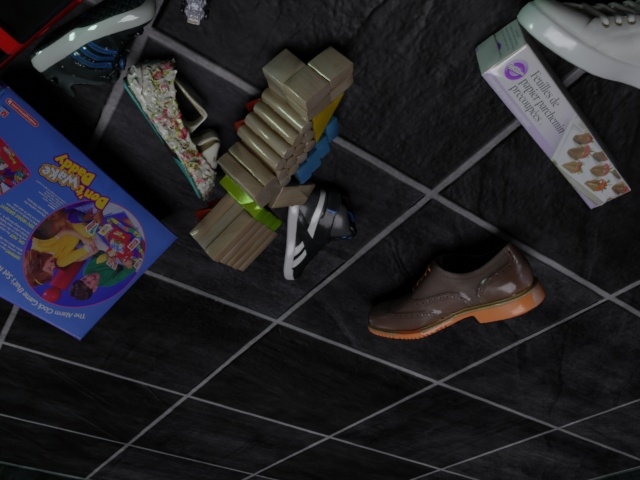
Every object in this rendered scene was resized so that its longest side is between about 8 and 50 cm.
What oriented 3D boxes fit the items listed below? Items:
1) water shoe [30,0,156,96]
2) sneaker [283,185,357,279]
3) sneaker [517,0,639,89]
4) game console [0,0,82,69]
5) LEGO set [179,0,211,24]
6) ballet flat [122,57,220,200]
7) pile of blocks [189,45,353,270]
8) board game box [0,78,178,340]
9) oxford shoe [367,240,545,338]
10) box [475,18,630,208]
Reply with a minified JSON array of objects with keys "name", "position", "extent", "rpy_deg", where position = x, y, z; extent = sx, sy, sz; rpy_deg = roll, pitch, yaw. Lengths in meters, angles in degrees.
[{"name":"water shoe","position":[-0.268,-0.244,0.673],"extent":[0.203,0.073,0.080],"rpy_deg":[-10,139,28]},{"name":"sneaker","position":[0.000,0.000,0.934],"extent":[0.121,0.079,0.217],"rpy_deg":[6,138,-2]},{"name":"sneaker","position":[0.367,-0.250,0.622],"extent":[0.289,0.106,0.123],"rpy_deg":[9,130,-20]},{"name":"game console","position":[-0.468,-0.361,0.563],"extent":[0.341,0.060,0.386],"rpy_deg":[-18,135,30]},{"name":"LEGO set","position":[-0.121,-0.349,0.573],"extent":[0.244,0.060,0.182],"rpy_deg":[-23,130,15]},{"name":"ballet flat","position":[-0.189,-0.152,0.768],"extent":[0.077,0.091,0.241],"rpy_deg":[-26,140,-2]},{"name":"pile of blocks","position":[-0.077,-0.122,0.779],"extent":[0.149,0.112,0.362],"rpy_deg":[-10,139,-58]},{"name":"board game box","position":[-0.413,-0.028,0.798],"extent":[0.233,0.078,0.347],"rpy_deg":[-48,138,-10]},{"name":"oxford shoe","position":[0.230,0.093,1.033],"extent":[0.363,0.130,0.133],"rpy_deg":[-22,102,35]},{"name":"box","position":[0.329,-0.161,0.743],"extent":[0.063,0.067,0.324],"rpy_deg":[-31,130,33]}]
